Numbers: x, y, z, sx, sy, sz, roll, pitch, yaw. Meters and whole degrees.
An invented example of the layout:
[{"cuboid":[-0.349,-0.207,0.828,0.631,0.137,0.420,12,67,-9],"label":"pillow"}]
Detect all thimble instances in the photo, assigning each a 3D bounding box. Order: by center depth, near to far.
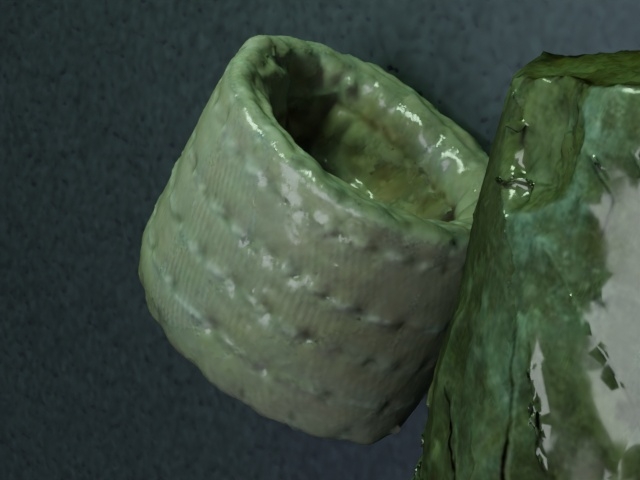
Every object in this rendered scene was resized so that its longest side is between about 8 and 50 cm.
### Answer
[{"cuboid":[0.000,0.000,0.594,0.090,0.102,0.115,-62,27,26],"label":"thimble"}]

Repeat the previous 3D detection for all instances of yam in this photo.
[{"cuboid":[0.099,0.061,0.483,0.154,0.154,0.255,16,105,40],"label":"yam"}]
